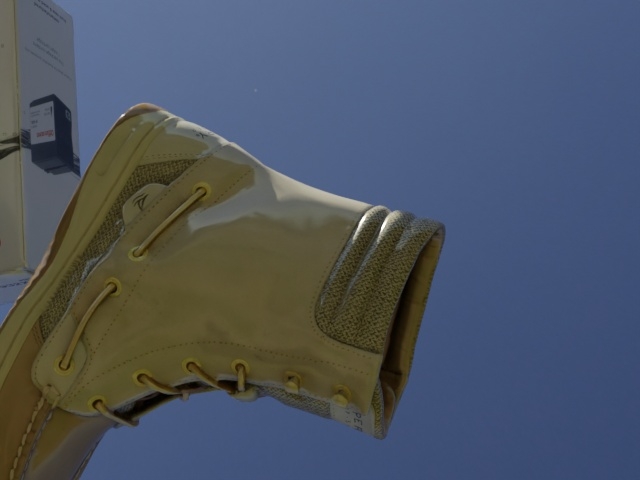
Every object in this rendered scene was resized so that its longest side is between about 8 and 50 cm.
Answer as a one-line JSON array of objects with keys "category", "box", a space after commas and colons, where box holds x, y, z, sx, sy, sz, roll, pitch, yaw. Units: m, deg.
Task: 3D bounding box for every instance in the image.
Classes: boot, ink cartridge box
[{"category": "boot", "box": [-0.063, 0.075, 0.619, 0.204, 0.095, 0.261, 22, -99, 15]}, {"category": "ink cartridge box", "box": [-0.369, -0.088, 1.164, 0.223, 0.129, 0.307, -10, -105, 15]}]
